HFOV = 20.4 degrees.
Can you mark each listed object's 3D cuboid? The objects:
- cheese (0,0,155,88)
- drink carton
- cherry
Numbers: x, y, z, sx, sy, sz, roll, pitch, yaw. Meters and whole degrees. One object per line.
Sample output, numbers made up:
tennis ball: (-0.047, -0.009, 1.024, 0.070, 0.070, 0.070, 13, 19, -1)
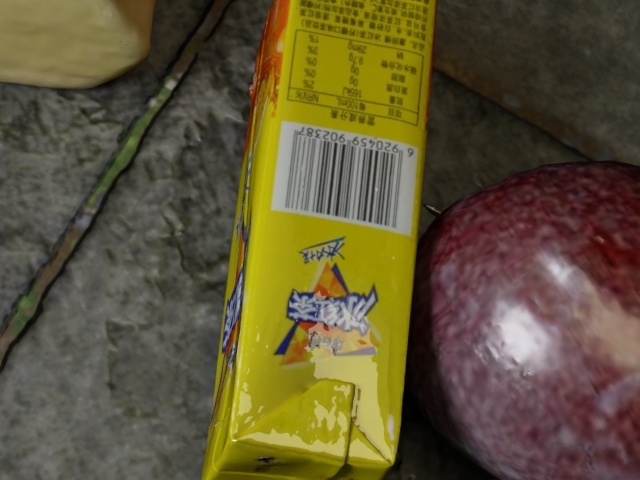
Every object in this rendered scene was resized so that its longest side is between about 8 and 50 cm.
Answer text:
cheese: (-0.274, -0.242, 1.120, 0.384, 0.384, 0.104, 8, 61, -9)
drink carton: (0.000, 0.000, 1.183, 0.111, 0.154, 0.351, 9, 65, -8)
cherry: (0.178, 0.066, 1.161, 0.230, 0.203, 0.300, -16, 54, -32)
